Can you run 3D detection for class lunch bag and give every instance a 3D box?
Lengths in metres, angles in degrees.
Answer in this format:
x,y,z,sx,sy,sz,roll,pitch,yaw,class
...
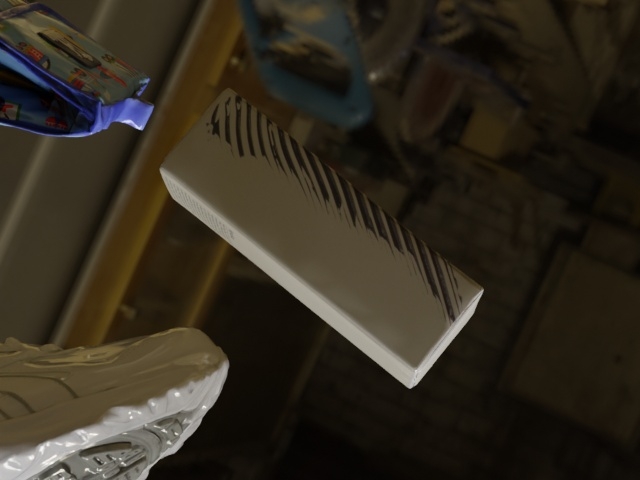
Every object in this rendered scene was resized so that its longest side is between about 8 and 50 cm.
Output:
x,y,z,sx,sy,sz,roll,pitch,yaw,class
-0.307,-0.170,1.507,0.293,0.138,0.221,23,-168,-1,lunch bag

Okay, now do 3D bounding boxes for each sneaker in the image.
x,y,z,sx,sy,sz,roll,pitch,yaw,class
-0.155,0.068,0.649,0.090,0.232,0.115,103,145,-57,sneaker

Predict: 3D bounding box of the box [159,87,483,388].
x,y,z,sx,sy,sz,roll,pitch,yaw,class
0.000,0.000,1.291,0.275,0.094,0.113,38,171,7,box
